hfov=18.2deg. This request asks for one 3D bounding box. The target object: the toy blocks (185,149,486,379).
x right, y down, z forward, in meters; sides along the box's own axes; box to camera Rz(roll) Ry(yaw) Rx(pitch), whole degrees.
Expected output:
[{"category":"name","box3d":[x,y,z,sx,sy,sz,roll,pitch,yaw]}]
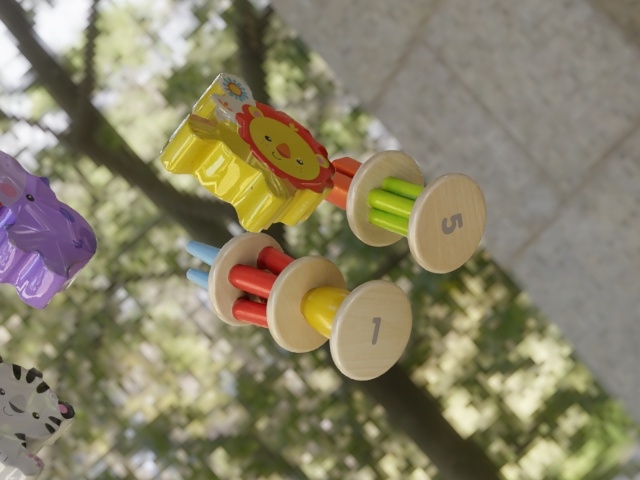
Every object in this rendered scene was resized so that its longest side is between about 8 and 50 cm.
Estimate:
[{"category":"toy blocks","box3d":[0.000,0.000,1.054,0.123,0.148,0.054,-54,-48,-14]}]

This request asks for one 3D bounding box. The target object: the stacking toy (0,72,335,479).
[{"category":"stacking toy","box3d":[-0.130,-0.031,0.645,0.167,0.221,0.052,-47,12,30]}]
